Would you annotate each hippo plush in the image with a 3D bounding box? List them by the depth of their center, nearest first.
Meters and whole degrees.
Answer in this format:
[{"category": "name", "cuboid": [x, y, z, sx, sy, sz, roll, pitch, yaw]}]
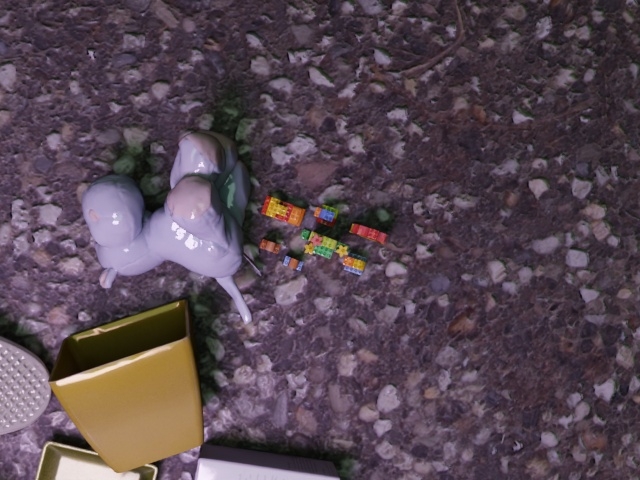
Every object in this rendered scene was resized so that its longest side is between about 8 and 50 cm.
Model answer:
[{"category": "hippo plush", "cuboid": [-0.243, -0.039, 1.441, 0.237, 0.234, 0.294, -5, 134, 12]}]

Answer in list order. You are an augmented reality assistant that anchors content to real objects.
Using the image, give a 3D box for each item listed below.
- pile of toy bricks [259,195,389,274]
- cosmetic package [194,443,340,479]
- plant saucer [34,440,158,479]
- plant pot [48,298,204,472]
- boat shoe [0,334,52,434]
[{"category": "pile of toy bricks", "cuboid": [0.000, 0.000, 1.483, 0.212, 0.105, 0.118, 19, 89, -5]}, {"category": "cosmetic package", "cuboid": [-0.089, 0.396, 1.472, 0.231, 0.117, 0.085, 8, 88, -4]}, {"category": "plant saucer", "cuboid": [-0.378, 0.435, 1.480, 0.188, 0.045, 0.188, 15, 88, -5]}, {"category": "plant pot", "cuboid": [-0.280, 0.235, 1.417, 0.212, 0.212, 0.187, -18, 104, -5]}, {"category": "boat shoe", "cuboid": [-0.677, 0.209, 1.404, 0.501, 0.156, 0.186, 5, 85, -17]}]
